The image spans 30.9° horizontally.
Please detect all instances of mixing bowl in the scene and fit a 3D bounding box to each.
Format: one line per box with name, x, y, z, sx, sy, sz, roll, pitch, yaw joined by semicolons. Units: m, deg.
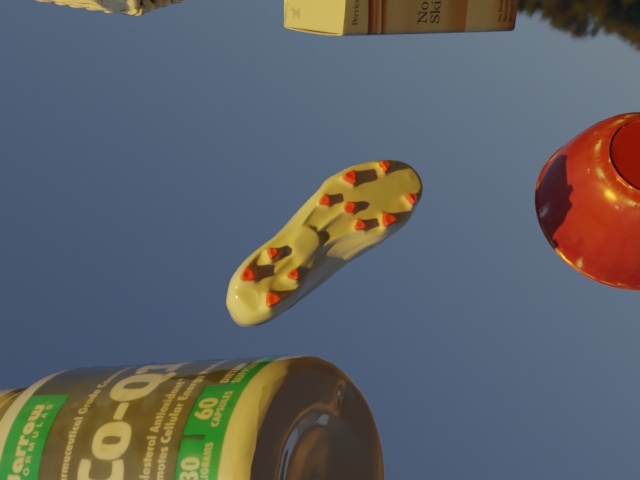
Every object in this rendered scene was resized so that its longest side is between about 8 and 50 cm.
mixing bowl;0.303;-0.055;1.101;0.181;0.098;0.181;1;-119;-2

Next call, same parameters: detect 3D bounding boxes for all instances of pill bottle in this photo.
pill bottle;-0.146;0.204;0.965;0.204;0.361;0.204;17;-111;-55

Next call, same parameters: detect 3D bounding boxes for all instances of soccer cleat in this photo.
soccer cleat;0.000;0.000;0.938;0.196;0.076;0.068;-37;-96;-22

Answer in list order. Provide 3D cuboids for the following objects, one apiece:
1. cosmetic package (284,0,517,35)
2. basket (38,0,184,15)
cosmetic package;0.109;-0.344;1.487;0.296;0.153;0.129;-10;-160;-35
basket;-0.260;-0.481;1.482;0.331;0.328;0.266;18;-146;38
